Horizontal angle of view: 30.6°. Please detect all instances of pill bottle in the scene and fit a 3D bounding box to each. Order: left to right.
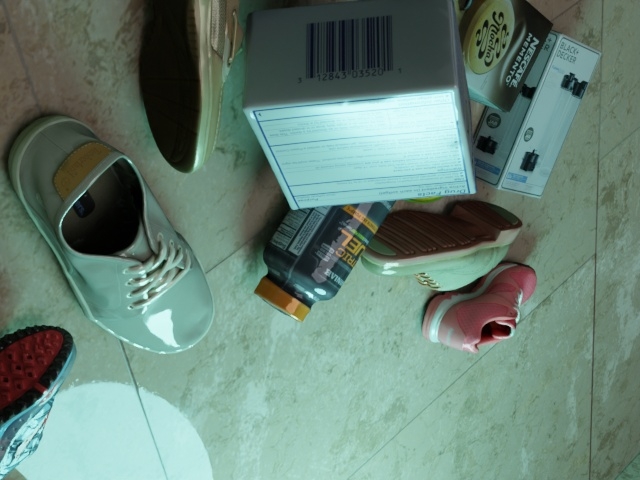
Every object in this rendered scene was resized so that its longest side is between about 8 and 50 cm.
[{"bbox_3d":[0.000,0.000,1.754,0.246,0.130,0.130,-57,143,-4],"label":"pill bottle"}]

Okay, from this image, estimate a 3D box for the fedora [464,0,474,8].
[{"bbox_3d":[0.180,-0.427,1.439,0.244,0.124,0.275,104,12,-50],"label":"fedora"}]

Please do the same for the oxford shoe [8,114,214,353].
[{"bbox_3d":[-0.240,0.022,1.490,0.169,0.130,0.449,-49,143,-18],"label":"oxford shoe"}]

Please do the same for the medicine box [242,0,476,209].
[{"bbox_3d":[0.060,-0.174,1.535,0.289,0.263,0.149,65,23,-63],"label":"medicine box"}]

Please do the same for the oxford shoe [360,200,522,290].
[{"bbox_3d":[0.204,0.033,2.014,0.397,0.140,0.147,-8,126,-45],"label":"oxford shoe"}]

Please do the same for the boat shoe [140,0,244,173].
[{"bbox_3d":[-0.142,-0.247,1.433,0.110,0.121,0.341,-19,126,-41],"label":"boat shoe"}]

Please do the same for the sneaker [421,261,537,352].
[{"bbox_3d":[0.334,0.142,2.234,0.313,0.136,0.116,-24,131,-39],"label":"sneaker"}]

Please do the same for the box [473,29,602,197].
[{"bbox_3d":[0.376,-0.230,2.081,0.169,0.087,0.290,9,106,-52],"label":"box"}]

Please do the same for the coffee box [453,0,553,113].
[{"bbox_3d":[0.219,-0.330,1.805,0.297,0.119,0.168,20,97,-53],"label":"coffee box"}]

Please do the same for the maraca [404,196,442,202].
[{"bbox_3d":[0.146,-0.129,1.875,0.185,0.099,0.127,20,96,-27],"label":"maraca"}]

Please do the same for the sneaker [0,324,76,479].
[{"bbox_3d":[-0.398,0.220,1.480,0.262,0.104,0.125,-52,160,-6],"label":"sneaker"}]
